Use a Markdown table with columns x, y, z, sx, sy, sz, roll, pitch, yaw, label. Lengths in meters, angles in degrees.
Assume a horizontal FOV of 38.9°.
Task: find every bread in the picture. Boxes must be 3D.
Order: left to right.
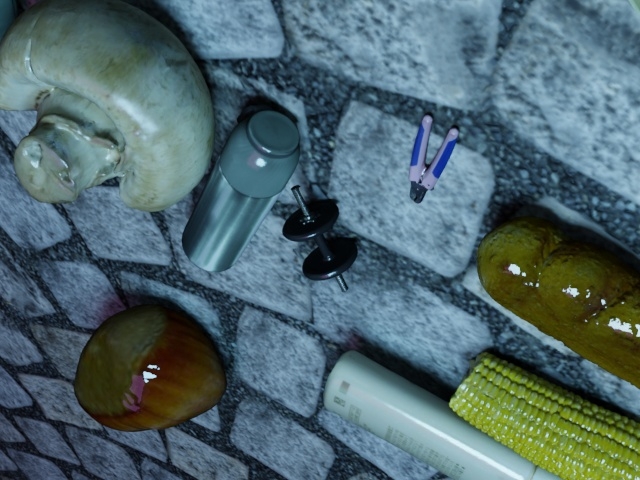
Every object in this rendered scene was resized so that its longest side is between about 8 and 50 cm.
| x | y | z | sx | sy | sz | roll | pitch | yaw | label |
| --- | --- | --- | --- | --- | --- | --- | --- | --- | --- |
| 0.304 | 0.084 | 0.855 | 0.344 | 0.084 | 0.124 | 30 | 164 | 8 | bread |

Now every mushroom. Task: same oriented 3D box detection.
| x | y | z | sx | sy | sz | roll | pitch | yaw | label |
| --- | --- | --- | --- | --- | --- | --- | --- | --- | --- |
| -0.226 | -0.147 | 0.941 | 0.254 | 0.195 | 0.189 | 35 | 139 | -2 | mushroom |

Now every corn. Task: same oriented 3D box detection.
| x | y | z | sx | sy | sz | roll | pitch | yaw | label |
| --- | --- | --- | --- | --- | --- | --- | --- | --- | --- |
| 0.262 | 0.211 | 1.007 | 0.244 | 0.093 | 0.093 | 25 | 140 | 17 | corn |

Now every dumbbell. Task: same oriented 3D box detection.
| x | y | z | sx | sy | sz | roll | pitch | yaw | label |
| --- | --- | --- | --- | --- | --- | --- | --- | --- | --- |
| 0.000 | 0.000 | 1.014 | 0.069 | 0.069 | 0.147 | -1 | 128 | 39 | dumbbell |

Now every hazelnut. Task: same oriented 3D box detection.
| x | y | z | sx | sy | sz | roll | pitch | yaw | label |
| --- | --- | --- | --- | --- | --- | --- | --- | --- | --- |
| -0.246 | 0.186 | 1.325 | 0.210 | 0.210 | 0.186 | -35 | 80 | 51 | hazelnut |

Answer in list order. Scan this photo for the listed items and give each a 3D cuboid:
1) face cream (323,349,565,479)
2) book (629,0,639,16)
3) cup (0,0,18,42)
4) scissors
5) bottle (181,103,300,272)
| x | y | z | sx | sy | sz | roll | pitch | yaw | label |
| --- | --- | --- | --- | --- | --- | --- | --- | --- | --- |
| 0.170 | 0.251 | 1.110 | 0.349 | 0.081 | 0.173 | 27 | 167 | 13 | face cream |
| 0.259 | -0.208 | 0.644 | 0.077 | 0.014 | 0.111 | 50 | 140 | -15 | book |
| -0.577 | -0.264 | 0.949 | 0.310 | 0.392 | 0.401 | -9 | 118 | 36 | cup |
| 0.107 | -0.076 | 0.899 | 0.039 | 0.012 | 0.113 | 28 | 141 | 13 | scissors |
| -0.095 | -0.057 | 1.029 | 0.253 | 0.080 | 0.096 | -53 | 52 | 53 | bottle |
